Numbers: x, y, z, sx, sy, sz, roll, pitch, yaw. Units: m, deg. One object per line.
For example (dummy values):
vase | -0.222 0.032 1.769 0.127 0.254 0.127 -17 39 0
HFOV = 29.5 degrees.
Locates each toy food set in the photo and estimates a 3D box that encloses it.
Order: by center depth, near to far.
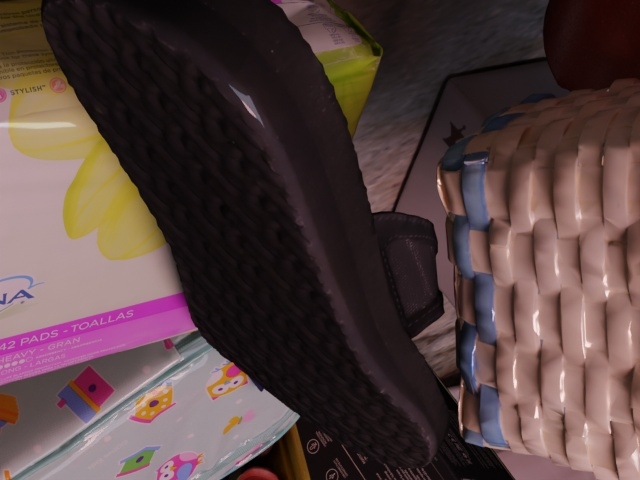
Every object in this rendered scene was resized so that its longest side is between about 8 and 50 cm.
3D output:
toy food set | -0.067 0.216 0.991 0.071 0.218 0.128 11 130 -30

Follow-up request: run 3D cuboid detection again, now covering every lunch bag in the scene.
lunch bag | -0.145 0.139 0.897 0.279 0.108 0.224 -33 148 -5

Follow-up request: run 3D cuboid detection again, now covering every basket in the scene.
basket | 0.218 0.017 0.650 0.201 0.289 0.255 -32 123 -53

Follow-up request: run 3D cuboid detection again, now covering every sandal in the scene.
sandal | 0.002 0.000 0.632 0.107 0.167 0.446 -52 155 -20

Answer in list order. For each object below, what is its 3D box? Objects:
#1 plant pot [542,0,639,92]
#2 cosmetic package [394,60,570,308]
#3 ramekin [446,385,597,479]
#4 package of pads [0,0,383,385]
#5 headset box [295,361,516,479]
plant pot | 0.273 -0.196 0.746 0.272 0.272 0.265 -21 153 -23
cosmetic package | 0.314 -0.036 0.998 0.453 0.230 0.161 -13 142 -31
ramekin | 0.164 0.294 1.246 0.273 0.273 0.127 -36 152 -1
package of pads | -0.123 -0.034 0.701 0.296 0.101 0.229 -15 143 -31
headset box | 0.020 0.262 1.084 0.283 0.246 0.131 -47 146 14
